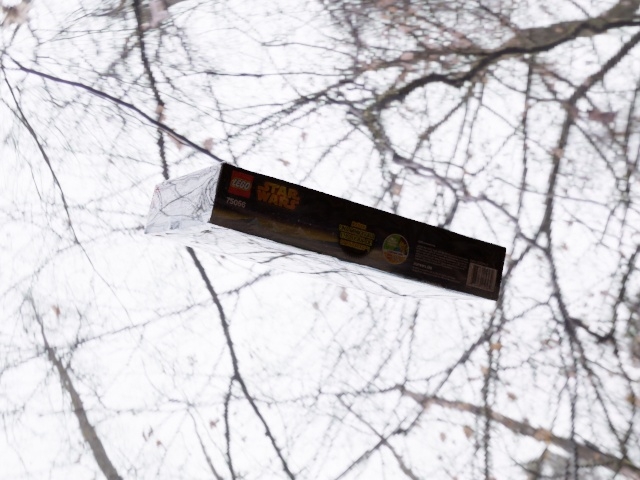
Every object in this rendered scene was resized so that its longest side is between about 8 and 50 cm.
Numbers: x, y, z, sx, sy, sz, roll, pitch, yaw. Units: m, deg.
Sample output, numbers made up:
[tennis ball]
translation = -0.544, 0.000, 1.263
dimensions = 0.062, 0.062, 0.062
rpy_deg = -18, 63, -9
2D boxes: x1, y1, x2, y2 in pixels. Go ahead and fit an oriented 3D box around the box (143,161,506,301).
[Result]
[box]
translation = 0.000, 0.000, 0.402
dimensions = 0.137, 0.094, 0.027
rpy_deg = 16, -100, -26
